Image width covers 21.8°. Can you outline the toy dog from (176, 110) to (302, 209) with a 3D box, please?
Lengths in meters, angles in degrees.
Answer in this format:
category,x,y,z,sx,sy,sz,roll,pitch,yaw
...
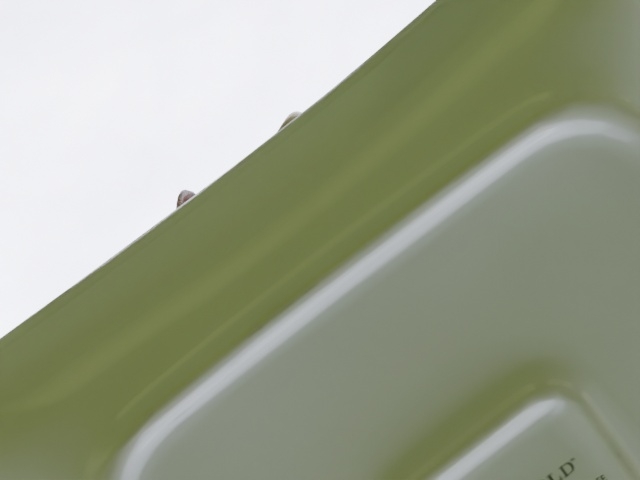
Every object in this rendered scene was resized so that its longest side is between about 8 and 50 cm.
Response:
category,x,y,z,sx,sy,sz,roll,pitch,yaw
toy dog,0.000,0.000,1.238,0.220,0.161,0.333,9,-136,-5

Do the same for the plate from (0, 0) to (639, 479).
category,x,y,z,sx,sy,sz,roll,pitch,yaw
plate,0.060,0.083,0.508,0.277,0.045,0.278,-38,-77,-3
